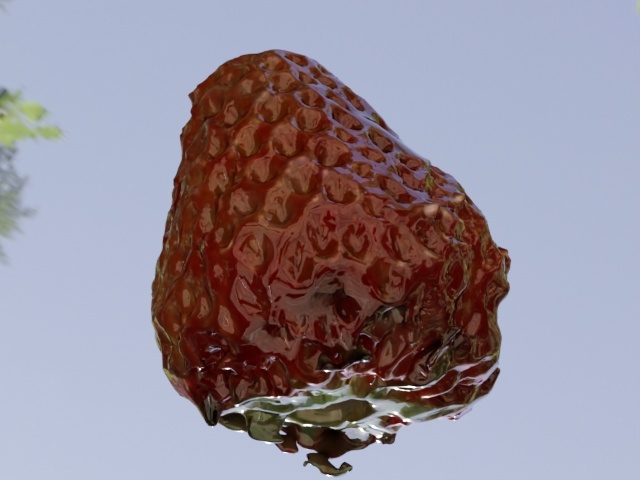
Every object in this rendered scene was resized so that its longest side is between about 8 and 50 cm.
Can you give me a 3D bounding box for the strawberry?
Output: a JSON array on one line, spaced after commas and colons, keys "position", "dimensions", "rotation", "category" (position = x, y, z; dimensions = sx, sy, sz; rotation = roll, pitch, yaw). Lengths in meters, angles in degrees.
[{"position": [0.000, 0.000, 0.385], "dimensions": [0.073, 0.073, 0.083], "rotation": [-9, -110, 7], "category": "strawberry"}]
